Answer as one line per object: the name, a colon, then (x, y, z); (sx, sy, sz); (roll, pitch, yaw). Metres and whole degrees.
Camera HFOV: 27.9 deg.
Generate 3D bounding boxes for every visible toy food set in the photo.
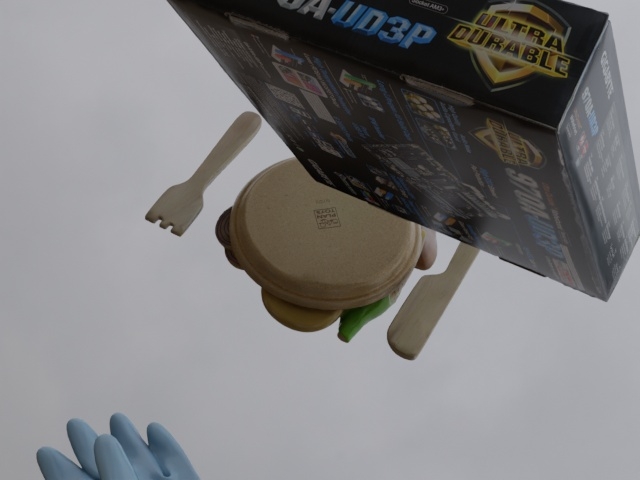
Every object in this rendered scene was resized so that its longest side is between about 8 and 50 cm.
toy food set: (0.000, 0.000, 0.823); (0.192, 0.132, 0.039); (28, -34, 14)

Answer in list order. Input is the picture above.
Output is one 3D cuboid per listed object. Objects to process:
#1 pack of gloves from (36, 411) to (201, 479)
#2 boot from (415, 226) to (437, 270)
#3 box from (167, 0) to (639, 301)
pack of gloves: (-0.123, 0.171, 0.635); (0.232, 0.195, 0.046); (48, -38, 39)
boot: (0.100, -0.143, 1.209); (0.096, 0.264, 0.280); (3, -24, 25)
box: (0.049, -0.054, 0.574); (0.175, 0.051, 0.220); (23, -10, 24)
